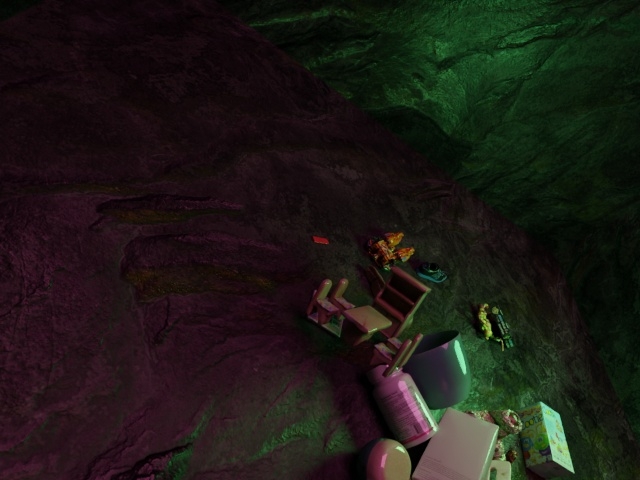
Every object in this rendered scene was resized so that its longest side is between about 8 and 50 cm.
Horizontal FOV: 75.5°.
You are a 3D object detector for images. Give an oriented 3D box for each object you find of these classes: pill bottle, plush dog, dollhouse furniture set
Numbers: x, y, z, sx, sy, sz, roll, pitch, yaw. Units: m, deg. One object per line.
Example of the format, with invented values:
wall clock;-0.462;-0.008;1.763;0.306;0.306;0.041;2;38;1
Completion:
pill bottle;0.289;0.584;1.503;0.161;0.160;0.282;-5;61;-46
plush dog;0.669;0.814;1.684;0.263;0.210;0.225;2;66;-8
dollhouse furniture set;0.226;0.251;1.538;0.362;0.256;0.394;35;14;27

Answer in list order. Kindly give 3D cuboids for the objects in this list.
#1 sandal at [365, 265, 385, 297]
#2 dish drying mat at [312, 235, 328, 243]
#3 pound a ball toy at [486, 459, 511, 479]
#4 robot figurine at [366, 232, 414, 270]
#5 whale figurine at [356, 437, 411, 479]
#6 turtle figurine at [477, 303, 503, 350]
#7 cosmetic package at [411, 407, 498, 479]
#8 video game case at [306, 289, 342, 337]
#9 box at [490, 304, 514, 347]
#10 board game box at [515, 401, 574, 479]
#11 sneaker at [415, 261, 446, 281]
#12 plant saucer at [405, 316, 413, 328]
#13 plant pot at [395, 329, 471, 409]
sandal;0.265;0.199;1.920;0.049;0.072;0.180;31;30;-54
dish drying mat;0.000;0.000;1.883;0.083;0.008;0.032;9;50;-38
pound a ball toy;0.600;0.953;1.412;0.319;0.136;0.208;-34;107;-59
robot figurine;0.356;0.048;2.118;0.291;0.085;0.211;-17;68;-50
whale figurine;0.190;0.765;1.296;0.217;0.141;0.271;8;76;-41
turtle figurine;0.915;0.468;2.276;0.269;0.087;0.217;49;31;-16
cosmetic package;0.470;0.776;1.433;0.366;0.197;0.155;-27;122;-50
video game case;0.023;0.289;1.633;0.157;0.019;0.143;35;39;-16
box;1.019;0.485;2.315;0.220;0.051;0.175;47;27;-48
board game box;1.036;0.928;1.926;0.144;0.142;0.275;35;39;-15
sneaker;0.630;0.169;2.268;0.233;0.090;0.081;12;49;-37
plant saucer;0.367;0.316;1.927;0.199;0.036;0.198;25;43;-26
plant pot;0.453;0.518;1.635;0.293;0.293;0.234;-13;79;-49
